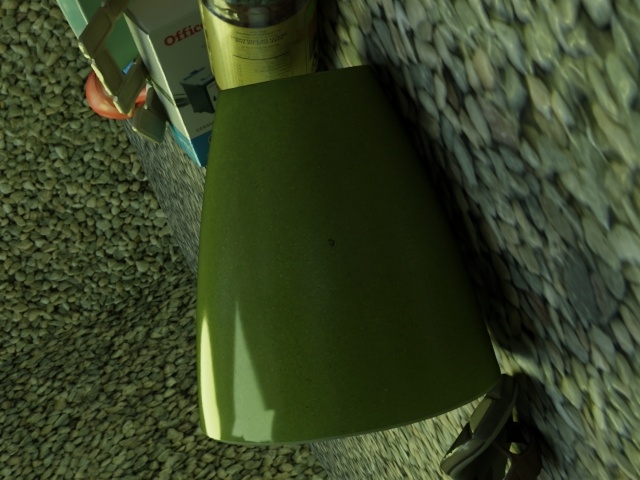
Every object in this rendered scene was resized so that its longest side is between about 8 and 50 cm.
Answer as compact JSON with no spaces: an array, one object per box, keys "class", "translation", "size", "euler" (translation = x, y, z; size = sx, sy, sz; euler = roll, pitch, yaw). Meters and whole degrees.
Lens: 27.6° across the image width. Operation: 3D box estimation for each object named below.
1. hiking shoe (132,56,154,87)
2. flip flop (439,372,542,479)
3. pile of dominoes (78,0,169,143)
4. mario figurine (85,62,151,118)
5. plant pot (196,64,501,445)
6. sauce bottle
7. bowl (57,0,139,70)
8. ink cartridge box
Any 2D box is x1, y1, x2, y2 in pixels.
[{"class":"hiking shoe","translation":[-0.282,-0.354,2.117],"size":[0.114,0.086,0.227],"euler":[-98,-12,-79]},{"class":"flip flop","translation":[0.175,0.220,1.268],"size":[0.080,0.112,0.277],"euler":[29,154,22]},{"class":"pile of dominoes","translation":[-0.197,-0.246,1.515],"size":[0.040,0.251,0.196],"euler":[6,143,26]},{"class":"mario figurine","translation":[-0.326,-0.333,2.352],"size":[0.320,0.170,0.198],"euler":[130,148,-69]},{"class":"plant pot","translation":[0.000,0.000,1.160],"size":[0.275,0.275,0.293],"euler":[-163,61,-76]},{"class":"sauce bottle","translation":[-0.056,-0.186,1.280],"size":[0.111,0.111,0.344],"euler":[59,170,17]},{"class":"bowl","translation":[-0.288,-0.388,1.759],"size":[0.311,0.163,0.311],"euler":[59,169,19]},{"class":"ink cartridge box","translation":[-0.120,-0.200,1.473],"size":[0.082,0.140,0.190],"euler":[49,164,46]}]
